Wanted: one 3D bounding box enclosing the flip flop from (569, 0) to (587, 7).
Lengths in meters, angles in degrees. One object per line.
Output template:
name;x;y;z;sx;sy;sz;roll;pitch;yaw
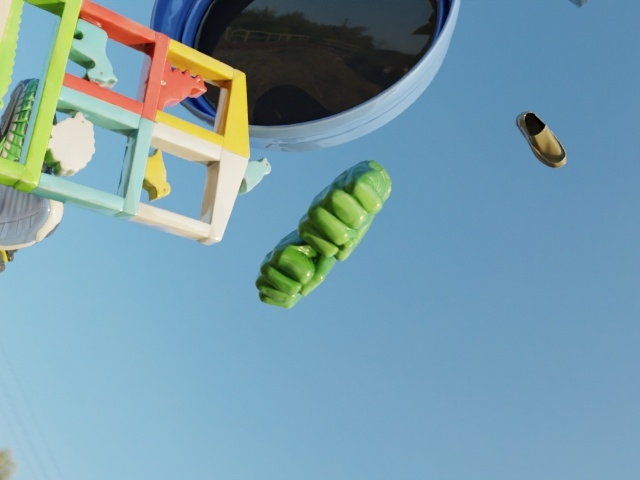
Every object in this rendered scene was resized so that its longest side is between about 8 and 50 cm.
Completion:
flip flop;0.393;-0.458;1.029;0.080;0.277;0.112;-41;-114;6

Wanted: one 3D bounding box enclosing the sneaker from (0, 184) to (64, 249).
sneaker;-0.339;-0.036;0.591;0.211;0.081;0.080;6;-92;0

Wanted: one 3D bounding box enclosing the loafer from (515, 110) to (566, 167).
loafer;0.473;-0.218;1.429;0.056;0.050;0.148;-39;-103;5

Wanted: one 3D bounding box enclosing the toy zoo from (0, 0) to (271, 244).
toy zoo;-0.175;-0.113;0.636;0.293;0.193;0.030;18;-22;-35

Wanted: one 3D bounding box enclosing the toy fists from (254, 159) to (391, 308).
toy fists;0.000;0.000;0.996;0.096;0.142;0.279;46;-56;4

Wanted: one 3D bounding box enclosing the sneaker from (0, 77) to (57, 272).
sneaker;-0.524;-0.123;1.053;0.146;0.344;0.134;12;-28;2

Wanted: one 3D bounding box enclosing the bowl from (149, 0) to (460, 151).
bowl;-0.021;-0.284;0.836;0.391;0.391;0.077;25;-16;23
